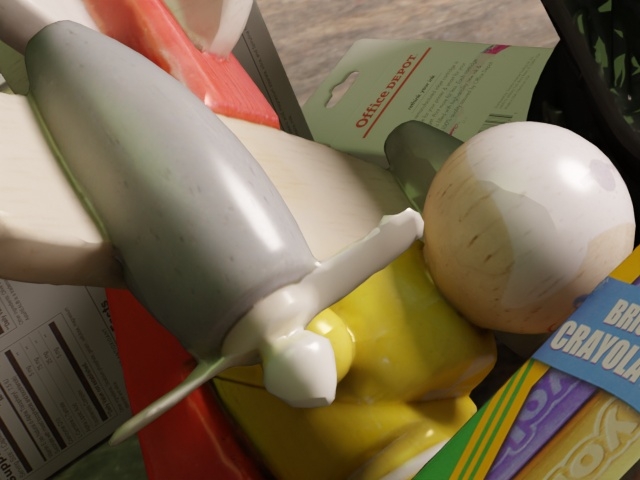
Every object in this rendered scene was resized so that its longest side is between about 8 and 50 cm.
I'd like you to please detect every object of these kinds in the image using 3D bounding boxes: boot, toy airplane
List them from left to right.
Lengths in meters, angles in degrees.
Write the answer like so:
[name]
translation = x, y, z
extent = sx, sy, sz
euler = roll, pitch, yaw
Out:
[toy airplane]
translation = 0.000, 0.000, 0.834
extent = 0.272, 0.384, 0.386
euler = -20, 32, 25
[boot]
translation = 0.127, -0.114, 0.959
extent = 0.094, 0.207, 0.246
euler = -20, 75, -7

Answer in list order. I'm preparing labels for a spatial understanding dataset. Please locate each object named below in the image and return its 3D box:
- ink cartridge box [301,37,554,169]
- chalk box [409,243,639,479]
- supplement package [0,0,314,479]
[ink cartridge box]
translation = 0.081, -0.061, 1.139
extent = 0.181, 0.061, 0.104
euler = 9, 48, 36
[chalk box]
translation = 0.193, 0.080, 0.642
extent = 0.289, 0.180, 0.179
euler = -46, 28, 2
[supplement package]
translation = -0.157, -0.027, 1.112
extent = 0.263, 0.198, 0.199
euler = -34, 38, -14
